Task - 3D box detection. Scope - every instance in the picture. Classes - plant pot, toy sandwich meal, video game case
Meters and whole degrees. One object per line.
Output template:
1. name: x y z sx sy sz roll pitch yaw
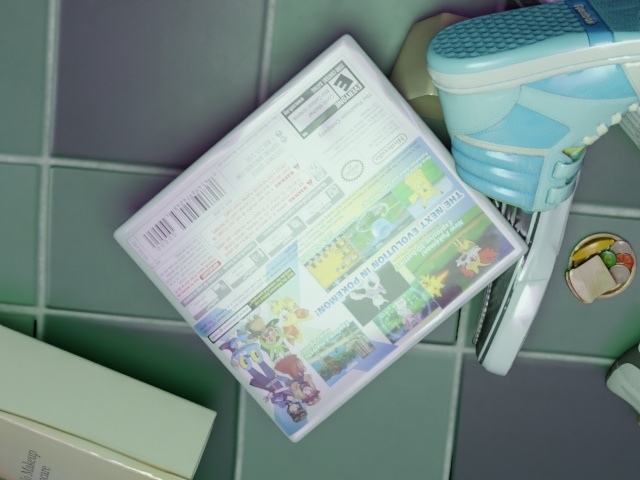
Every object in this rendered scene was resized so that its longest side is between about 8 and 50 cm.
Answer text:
1. plant pot: 0.141 -0.187 1.477 0.109 0.109 0.096 8 84 -25
2. toy sandwich meal: 0.320 0.032 1.562 0.086 0.029 0.085 1 103 3
3. video game case: 0.000 0.000 1.450 0.329 0.036 0.300 -40 94 5

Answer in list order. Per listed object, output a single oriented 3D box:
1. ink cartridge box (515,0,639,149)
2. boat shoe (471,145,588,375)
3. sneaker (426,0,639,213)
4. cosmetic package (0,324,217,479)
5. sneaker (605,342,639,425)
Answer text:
1. ink cartridge box: 0.365 -0.255 1.475 0.239 0.060 0.275 -44 98 -19
2. boat shoe: 0.211 -0.021 1.524 0.119 0.121 0.335 15 92 7
3. sneaker: 0.273 -0.133 1.382 0.319 0.127 0.208 -7 122 5
4. cosmetic package: -0.289 0.213 1.556 0.310 0.113 0.160 21 143 -2
5. sneaker: 0.439 0.213 1.574 0.271 0.100 0.108 45 125 -10
